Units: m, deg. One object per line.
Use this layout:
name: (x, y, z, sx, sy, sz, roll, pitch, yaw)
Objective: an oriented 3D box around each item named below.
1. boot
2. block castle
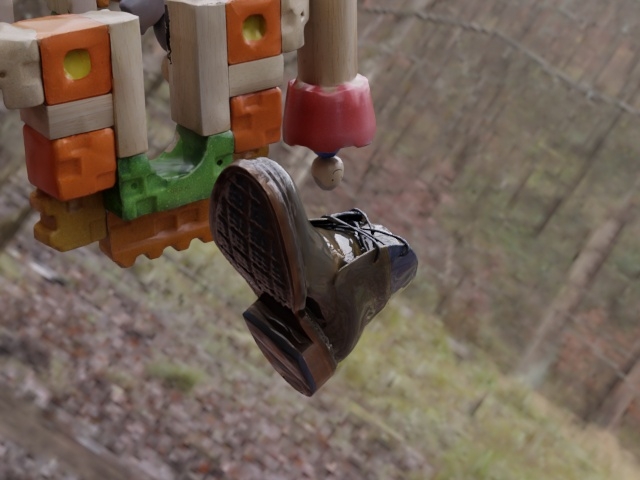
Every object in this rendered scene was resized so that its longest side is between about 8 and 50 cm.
boot: (0.000, 0.000, 0.790, 0.082, 0.106, 0.219, 40, -22, 27)
block castle: (-0.198, -0.122, 1.122, 0.453, 0.213, 0.303, -17, 28, -32)
